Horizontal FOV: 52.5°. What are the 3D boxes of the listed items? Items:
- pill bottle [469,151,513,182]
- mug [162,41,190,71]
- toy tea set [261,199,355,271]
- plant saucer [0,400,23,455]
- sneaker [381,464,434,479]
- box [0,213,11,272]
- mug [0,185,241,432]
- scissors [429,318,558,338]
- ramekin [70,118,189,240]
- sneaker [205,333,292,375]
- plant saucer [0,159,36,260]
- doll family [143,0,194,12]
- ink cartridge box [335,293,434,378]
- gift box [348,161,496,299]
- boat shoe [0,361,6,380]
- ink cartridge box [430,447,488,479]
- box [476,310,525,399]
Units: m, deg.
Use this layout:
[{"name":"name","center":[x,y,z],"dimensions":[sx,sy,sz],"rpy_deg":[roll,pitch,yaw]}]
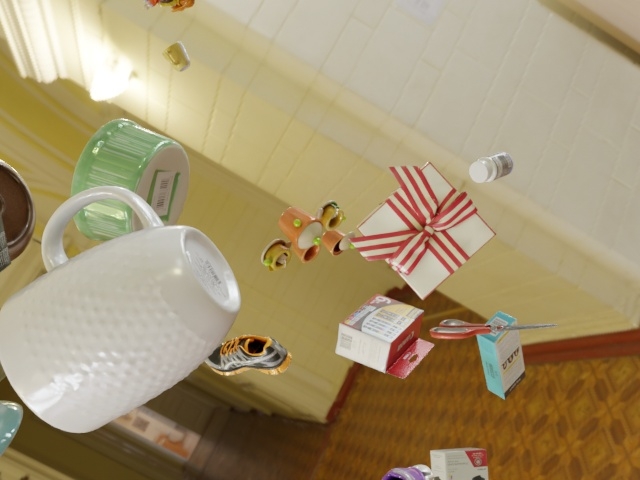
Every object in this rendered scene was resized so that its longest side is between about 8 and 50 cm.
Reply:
[{"name":"pill bottle","center":[0.517,-0.220,1.970],"dimensions":[0.137,0.078,0.078],"rpy_deg":[-20,-23,-39]},{"name":"mug","center":[-0.393,-0.494,1.769],"dimensions":[0.078,0.064,0.062],"rpy_deg":[-36,6,-36]},{"name":"toy tea set","center":[0.000,0.000,1.792],"dimensions":[0.336,0.124,0.200],"rpy_deg":[-14,-46,-47]},{"name":"plant saucer","center":[-0.734,0.433,1.280],"dimensions":[0.318,0.043,0.317],"rpy_deg":[-27,25,14]},{"name":"sneaker","center":[0.172,0.525,1.210],"dimensions":[0.095,0.105,0.236],"rpy_deg":[-47,34,26]},{"name":"box","center":[-0.792,-0.015,1.443],"dimensions":[0.077,0.147,0.180],"rpy_deg":[-91,-3,-71]},{"name":"mug","center":[-0.338,0.085,1.106],"dimensions":[0.328,0.374,0.276],"rpy_deg":[-30,-9,11]},{"name":"scissors","center":[0.419,0.222,1.588],"dimensions":[0.109,0.297,0.021],"rpy_deg":[-25,-68,-63]},{"name":"ramekin","center":[-0.441,-0.126,1.560],"dimensions":[0.303,0.148,0.303],"rpy_deg":[17,-90,-77]},{"name":"sneaker","center":[-0.170,0.244,1.440],"dimensions":[0.215,0.083,0.084],"rpy_deg":[-7,43,25]},{"name":"plant saucer","center":[-0.854,-0.086,1.649],"dimensions":[0.050,0.310,0.310],"rpy_deg":[-15,34,31]},{"name":"doll family","center":[-0.357,-0.662,1.610],"dimensions":[0.263,0.163,0.118],"rpy_deg":[-68,-19,-9]},{"name":"ink cartridge box","center":[0.250,0.341,2.360],"dimensions":[0.309,0.272,0.130],"rpy_deg":[-30,-47,-55]},{"name":"gift box","center":[0.218,-0.032,1.528],"dimensions":[0.255,0.276,0.258],"rpy_deg":[-48,1,4]},{"name":"boat shoe","center":[-0.674,0.202,1.419],"dimensions":[0.340,0.113,0.127],"rpy_deg":[-41,-28,-1]},{"name":"ink cartridge box","center":[0.352,0.615,1.628],"dimensions":[0.072,0.128,0.175],"rpy_deg":[149,122,-65]},{"name":"box","center":[0.488,0.310,1.747],"dimensions":[0.100,0.244,0.060],"rpy_deg":[-39,41,-22]}]
